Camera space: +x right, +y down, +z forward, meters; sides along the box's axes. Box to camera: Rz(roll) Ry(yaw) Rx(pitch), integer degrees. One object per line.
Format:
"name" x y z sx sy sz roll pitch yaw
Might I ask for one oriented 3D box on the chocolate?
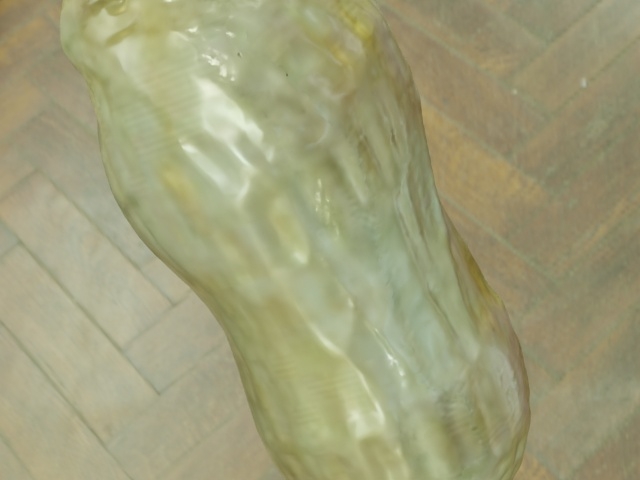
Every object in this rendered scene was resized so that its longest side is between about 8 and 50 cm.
"chocolate" 0.000 0.000 0.536 0.134 0.309 0.134 -26 19 9
